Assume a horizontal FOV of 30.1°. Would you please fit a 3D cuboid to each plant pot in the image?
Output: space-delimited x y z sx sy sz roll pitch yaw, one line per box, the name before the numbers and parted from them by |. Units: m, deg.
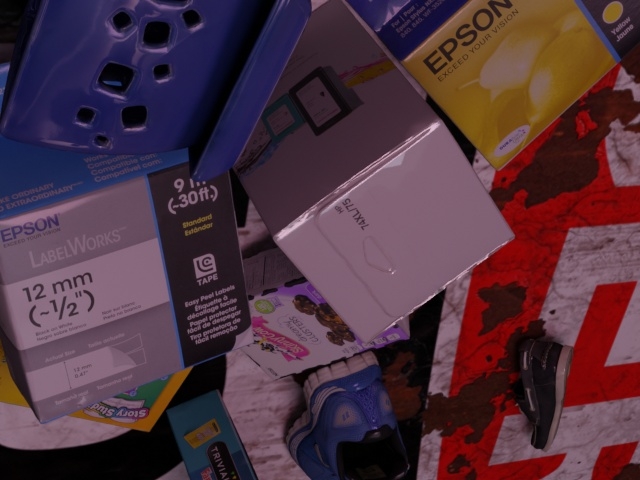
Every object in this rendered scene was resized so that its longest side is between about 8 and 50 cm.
plant pot | -0.139 -0.205 1.046 0.212 0.236 0.236 19 119 -18

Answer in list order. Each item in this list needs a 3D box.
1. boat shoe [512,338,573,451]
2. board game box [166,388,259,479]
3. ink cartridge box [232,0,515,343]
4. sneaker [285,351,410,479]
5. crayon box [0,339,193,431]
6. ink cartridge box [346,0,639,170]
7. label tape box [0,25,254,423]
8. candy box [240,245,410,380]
boat shoe | 0.327 0.229 1.775 0.079 0.084 0.233 10 139 15
board game box | -0.084 0.394 1.520 0.079 0.336 0.254 -23 132 -7
ink cartridge box | 0.032 -0.076 1.251 0.197 0.270 0.198 -36 133 4
sneaker | 0.037 0.281 1.587 0.129 0.147 0.330 -18 152 -12
crayon box | -0.283 0.115 1.381 0.278 0.081 0.165 19 116 -35
ink cartridge box | 0.226 -0.271 1.328 0.303 0.072 0.307 -42 133 9
label tape box | -0.219 -0.018 1.212 0.249 0.115 0.348 -19 122 -22
candy box | -0.016 0.078 1.435 0.196 0.070 0.165 -20 136 24
